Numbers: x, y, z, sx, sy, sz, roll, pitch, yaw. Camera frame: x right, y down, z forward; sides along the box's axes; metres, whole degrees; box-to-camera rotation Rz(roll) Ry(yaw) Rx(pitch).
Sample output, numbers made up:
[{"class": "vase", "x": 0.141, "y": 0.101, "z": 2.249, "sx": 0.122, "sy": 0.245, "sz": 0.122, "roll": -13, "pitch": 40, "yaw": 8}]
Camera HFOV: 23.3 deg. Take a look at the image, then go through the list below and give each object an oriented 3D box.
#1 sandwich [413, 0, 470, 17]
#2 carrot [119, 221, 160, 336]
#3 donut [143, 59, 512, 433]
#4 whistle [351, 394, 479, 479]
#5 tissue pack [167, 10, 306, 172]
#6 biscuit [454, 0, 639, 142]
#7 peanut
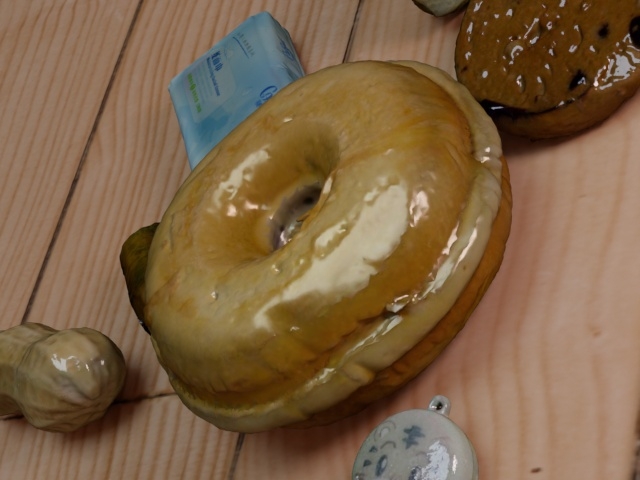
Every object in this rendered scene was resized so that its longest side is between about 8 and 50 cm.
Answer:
[{"class": "sandwich", "x": 0.158, "y": -0.400, "z": 1.777, "sx": 0.251, "sy": 0.226, "sz": 0.087, "roll": -43, "pitch": 36, "yaw": 8}, {"class": "carrot", "x": -0.197, "y": 0.048, "z": 1.876, "sx": 0.082, "sy": 0.082, "sz": 0.173, "roll": -42, "pitch": 41, "yaw": 10}, {"class": "donut", "x": 0.000, "y": 0.000, "z": 1.621, "sx": 0.449, "sy": 0.198, "sz": 0.449, "roll": -26, "pitch": 43, "yaw": 27}, {"class": "whistle", "x": 0.071, "y": 0.264, "z": 1.437, "sx": 0.126, "sy": 0.067, "sz": 0.258, "roll": 10, "pitch": 71, "yaw": 43}, {"class": "tissue pack", "x": -0.094, "y": -0.156, "z": 1.938, "sx": 0.177, "sy": 0.089, "sz": 0.263, "roll": -37, "pitch": 40, "yaw": 14}, {"class": "biscuit", "x": 0.271, "y": -0.234, "z": 1.645, "sx": 0.296, "sy": 0.075, "sz": 0.296, "roll": -23, "pitch": 50, "yaw": 31}, {"class": "peanut", "x": -0.338, "y": 0.163, "z": 1.891, "sx": 0.290, "sy": 0.130, "sz": 0.130, "roll": 3, "pitch": 62, "yaw": 50}]
